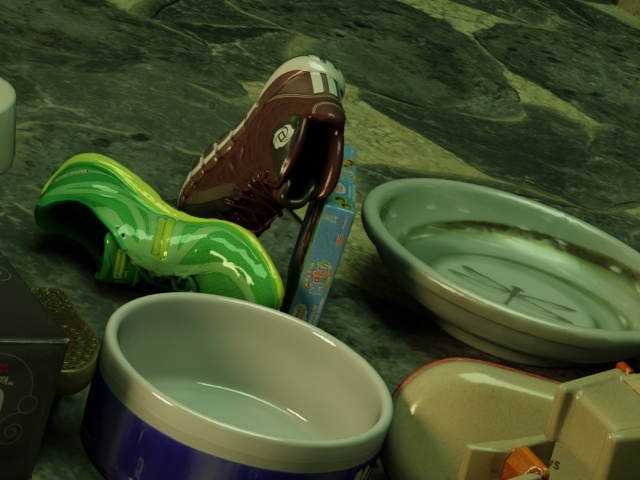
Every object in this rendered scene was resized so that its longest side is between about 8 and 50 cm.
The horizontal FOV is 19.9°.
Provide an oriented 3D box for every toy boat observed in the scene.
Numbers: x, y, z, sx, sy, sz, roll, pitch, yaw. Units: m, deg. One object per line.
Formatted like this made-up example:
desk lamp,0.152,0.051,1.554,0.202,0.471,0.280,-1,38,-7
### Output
toy boat,0.165,0.198,1.709,0.231,0.151,0.151,17,-9,-7

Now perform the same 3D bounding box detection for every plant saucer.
plant saucer,0.227,0.055,2.128,0.400,0.100,0.400,16,20,-6

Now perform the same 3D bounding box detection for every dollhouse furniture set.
dollhouse furniture set,0.239,0.234,1.469,0.135,0.259,0.262,-6,32,-29

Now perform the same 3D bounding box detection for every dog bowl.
dog bowl,-0.075,0.153,1.621,0.265,0.104,0.265,16,21,-6

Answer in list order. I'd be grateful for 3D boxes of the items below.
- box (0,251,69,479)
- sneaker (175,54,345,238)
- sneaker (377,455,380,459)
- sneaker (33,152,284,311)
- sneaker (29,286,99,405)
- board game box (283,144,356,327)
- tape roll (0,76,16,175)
box,-0.349,0.074,1.531,0.165,0.143,0.270,2,27,-36
sneaker,-0.064,-0.052,1.922,0.106,0.281,0.162,22,27,-23
sneaker,0.024,0.170,1.752,0.044,0.040,0.109,5,24,-27
sneaker,-0.173,0.018,1.914,0.295,0.109,0.123,27,45,17
sneaker,-0.236,0.113,1.606,0.064,0.086,0.192,1,20,-17
board game box,0.000,0.000,1.988,0.039,0.160,0.211,17,20,-4
tape roll,-0.493,-0.116,1.783,0.392,0.072,0.392,4,18,-1
